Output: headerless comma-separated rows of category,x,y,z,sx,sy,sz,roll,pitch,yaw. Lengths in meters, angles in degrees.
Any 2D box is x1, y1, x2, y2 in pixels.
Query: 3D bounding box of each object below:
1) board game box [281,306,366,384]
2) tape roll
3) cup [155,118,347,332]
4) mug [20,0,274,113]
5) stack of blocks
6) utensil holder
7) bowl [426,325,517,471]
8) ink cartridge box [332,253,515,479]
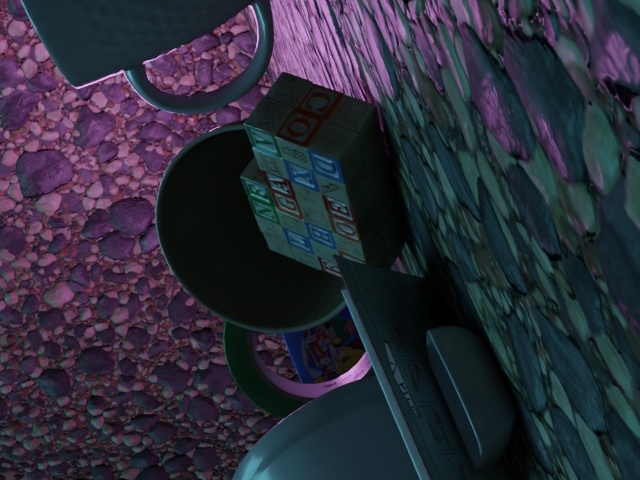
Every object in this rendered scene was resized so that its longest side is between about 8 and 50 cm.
board game box,0.078,0.297,2.122,0.078,0.233,0.347,172,76,-88
tape roll,-0.010,0.159,1.702,0.077,0.321,0.321,-123,11,-77
cup,-0.059,-0.056,1.512,0.237,0.331,0.331,-59,-49,-62
mug,-0.200,-0.342,1.258,0.276,0.328,0.374,-115,3,-64
stack of blocks,-0.004,-0.069,1.199,0.171,0.087,0.297,23,155,23
utensil holder,0.099,0.439,1.363,0.385,0.327,0.327,57,172,34
bowl,0.160,0.159,1.009,0.142,0.053,0.142,70,177,-64
ink cartridge box,0.104,0.171,1.105,0.261,0.066,0.296,17,-134,-60
